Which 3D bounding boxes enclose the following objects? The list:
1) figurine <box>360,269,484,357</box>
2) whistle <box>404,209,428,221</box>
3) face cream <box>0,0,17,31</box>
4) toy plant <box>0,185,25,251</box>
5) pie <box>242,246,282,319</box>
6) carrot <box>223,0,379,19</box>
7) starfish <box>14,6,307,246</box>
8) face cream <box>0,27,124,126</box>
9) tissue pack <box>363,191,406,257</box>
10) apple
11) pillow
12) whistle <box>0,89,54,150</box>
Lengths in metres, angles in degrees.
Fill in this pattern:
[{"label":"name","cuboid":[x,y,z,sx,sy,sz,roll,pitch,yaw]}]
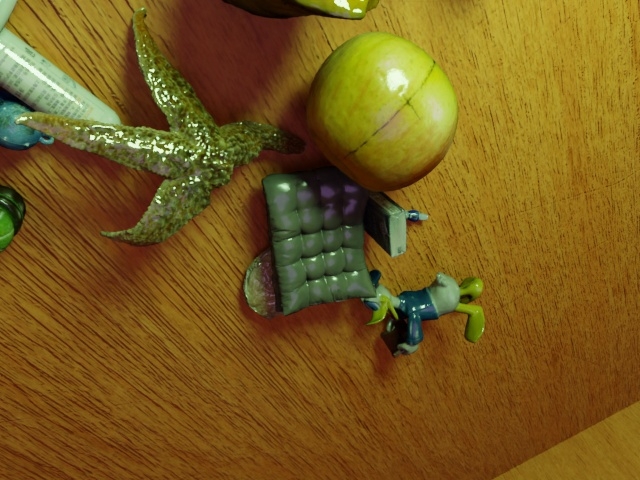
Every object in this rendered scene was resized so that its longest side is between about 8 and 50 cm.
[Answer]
[{"label":"figurine","cuboid":[0.222,0.172,1.260,0.338,0.205,0.284,23,120,-15]},{"label":"whistle","cuboid":[0.221,-0.062,1.162,0.083,0.029,0.033,6,104,-13]},{"label":"face cream","cuboid":[-0.486,-0.338,0.694,0.072,0.051,0.182,18,80,1]},{"label":"toy plant","cuboid":[-0.580,-0.030,0.846,0.092,0.162,0.093,-8,122,-13]},{"label":"pie","cuboid":[-0.084,0.090,1.148,0.218,0.052,0.185,-27,126,2]},{"label":"carrot","cuboid":[-0.040,-0.439,0.677,0.241,0.340,0.242,-11,116,-24]},{"label":"starfish","cuboid":[-0.248,-0.163,0.836,0.384,0.132,0.398,46,75,-26]},{"label":"face cream","cuboid":[-0.430,-0.232,0.815,0.082,0.082,0.269,-42,125,11]},{"label":"tissue pack","cuboid":[0.133,-0.048,1.063,0.051,0.156,0.113,-19,126,-14]},{"label":"apple","cuboid":[0.107,-0.223,0.869,0.286,0.286,0.233,38,95,-33]},{"label":"pillow","cuboid":[0.000,0.000,1.046,0.227,0.101,0.327,-12,113,-16]},{"label":"whistle","cuboid":[-0.526,-0.200,0.797,0.157,0.090,0.090,24,112,-29]}]
